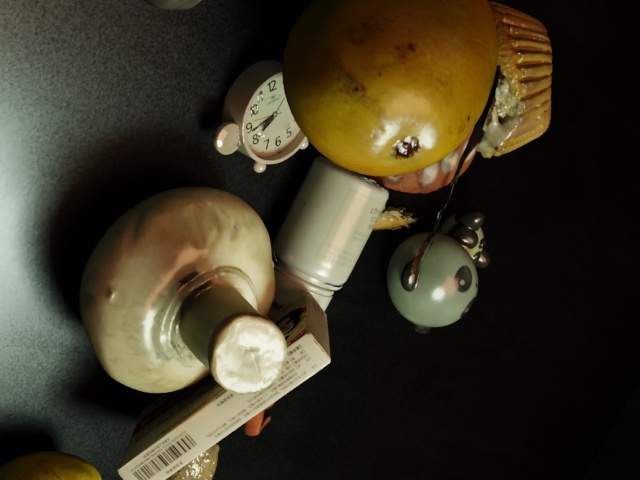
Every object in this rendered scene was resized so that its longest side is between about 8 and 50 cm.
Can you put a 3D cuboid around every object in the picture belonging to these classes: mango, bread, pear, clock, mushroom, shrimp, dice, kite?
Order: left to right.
[{"bbox_3d":[-0.415,0.413,1.347,0.208,0.208,0.209,-25,130,-34],"label":"pear"},{"bbox_3d":[-0.204,0.077,1.305,0.356,0.315,0.315,-66,-179,-82],"label":"mushroom"},{"bbox_3d":[-0.079,-0.196,1.413,0.229,0.063,0.156,-32,136,-29],"label":"clock"},{"bbox_3d":[0.128,-0.077,1.726,0.178,0.034,0.124,1,107,-41],"label":"shrimp"},{"bbox_3d":[0.114,-0.280,1.356,0.232,0.300,0.446,114,-1,-49],"label":"mango"},{"bbox_3d":[0.159,-0.197,1.567,0.174,0.179,0.174,-24,130,-31],"label":"dice"},{"bbox_3d":[0.219,-0.111,1.466,0.204,0.022,0.361,-65,177,-61],"label":"kite"},{"bbox_3d":[0.317,-0.288,1.609,0.149,0.274,0.274,-13,127,-8],"label":"bread"}]

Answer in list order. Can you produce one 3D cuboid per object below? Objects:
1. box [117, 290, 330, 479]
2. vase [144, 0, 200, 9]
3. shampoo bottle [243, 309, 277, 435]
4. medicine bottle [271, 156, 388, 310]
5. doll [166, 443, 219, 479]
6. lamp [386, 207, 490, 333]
[{"bbox_3d":[-0.142,0.228,1.419,0.353,0.214,0.069,-35,102,7],"label":"box"},{"bbox_3d":[-0.211,-0.371,1.133,0.183,0.120,0.120,41,83,-36],"label":"vase"},{"bbox_3d":[-0.109,0.242,1.643,0.085,0.085,0.244,-17,127,-39],"label":"shampoo bottle"},{"bbox_3d":[0.000,0.000,1.552,0.143,0.143,0.258,21,97,-50],"label":"medicine bottle"},{"bbox_3d":[-0.231,0.381,1.591,0.105,0.115,0.221,17,95,-39],"label":"doll"},{"bbox_3d":[0.238,0.056,1.813,0.244,0.197,0.198,-46,140,-28],"label":"lamp"}]
